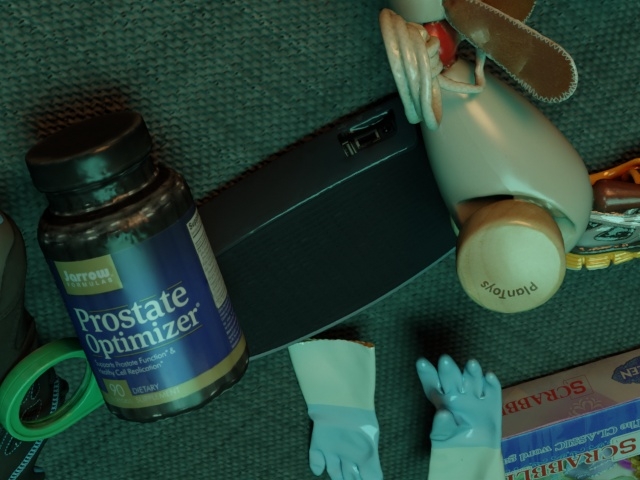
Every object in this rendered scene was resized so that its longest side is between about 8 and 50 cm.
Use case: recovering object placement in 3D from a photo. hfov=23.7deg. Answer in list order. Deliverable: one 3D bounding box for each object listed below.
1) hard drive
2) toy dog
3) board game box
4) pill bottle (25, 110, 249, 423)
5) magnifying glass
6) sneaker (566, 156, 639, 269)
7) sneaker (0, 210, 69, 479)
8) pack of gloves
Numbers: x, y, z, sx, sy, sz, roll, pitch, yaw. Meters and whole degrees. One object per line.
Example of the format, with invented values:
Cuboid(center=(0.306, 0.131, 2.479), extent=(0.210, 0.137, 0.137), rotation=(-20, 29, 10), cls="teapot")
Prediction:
Cuboid(center=(0.000, 0.000, 1.286), extent=(0.254, 0.054, 0.172), rotation=(-30, 134, 9), cls="hard drive")
Cuboid(center=(0.150, -0.105, 1.131), extent=(0.161, 0.220, 0.334), rotation=(-15, 135, 7), cls="toy dog")
Cuboid(center=(0.314, 0.247, 1.614), extent=(0.318, 0.066, 0.318), rotation=(-16, 135, -3), cls="board game box")
Cuboid(center=(-0.143, 0.019, 1.173), extent=(0.123, 0.123, 0.219), rotation=(-20, 111, 0), cls="pill bottle")
Cuboid(center=(-0.173, 0.109, 1.278), extent=(0.231, 0.026, 0.092), rotation=(-12, 133, -46), cls="magnifying glass")
Cuboid(center=(0.300, -0.035, 1.340), extent=(0.215, 0.084, 0.083), rotation=(-14, 125, -8), cls="sneaker")
Cuboid(center=(-0.282, 0.101, 1.266), extent=(0.139, 0.125, 0.341), rotation=(-19, 139, -41), cls="sneaker")
Cuboid(center=(0.074, 0.188, 1.444), extent=(0.195, 0.046, 0.232), rotation=(1, 136, 11), cls="pack of gloves")
